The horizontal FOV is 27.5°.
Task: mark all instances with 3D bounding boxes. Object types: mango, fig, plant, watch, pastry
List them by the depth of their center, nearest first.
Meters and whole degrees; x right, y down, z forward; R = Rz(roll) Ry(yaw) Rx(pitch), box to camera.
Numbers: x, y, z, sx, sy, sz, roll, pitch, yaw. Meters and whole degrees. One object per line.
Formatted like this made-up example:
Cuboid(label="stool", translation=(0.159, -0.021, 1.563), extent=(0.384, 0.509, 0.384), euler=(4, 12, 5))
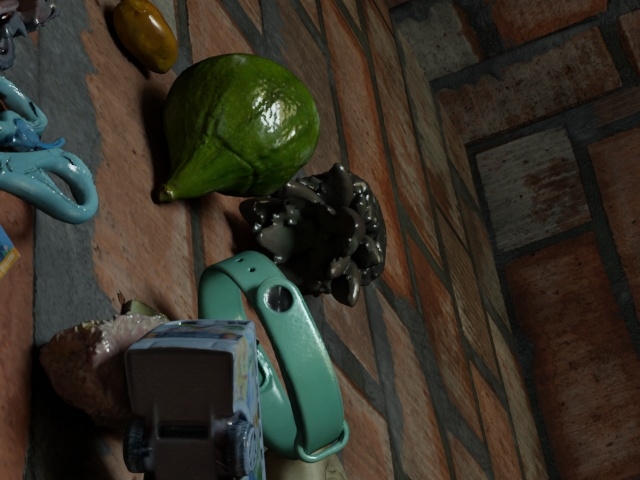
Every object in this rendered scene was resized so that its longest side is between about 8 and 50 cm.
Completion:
Cuboid(label="pastry", translation=(-0.166, 0.127, 1.236), extent=(0.265, 0.112, 0.102), euler=(13, 58, -59))
Cuboid(label="watch", translation=(-0.053, 0.128, 1.400), extent=(0.237, 0.068, 0.195), euler=(64, -28, 9))
Cuboid(label="fig", translation=(-0.116, -0.109, 1.624), extent=(0.203, 0.203, 0.235), euler=(57, 43, -38))
Cuboid(label="mango", translation=(-0.217, -0.257, 1.642), extent=(0.114, 0.060, 0.080), euler=(54, 6, -40))
Cuboid(label="plant", translation=(0.000, 0.000, 1.838), extent=(0.321, 0.182, 0.194), euler=(-14, 89, -77))

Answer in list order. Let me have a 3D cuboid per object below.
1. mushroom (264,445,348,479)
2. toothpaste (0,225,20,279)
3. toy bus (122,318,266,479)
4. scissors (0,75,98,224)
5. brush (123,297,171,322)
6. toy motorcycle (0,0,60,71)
Cuboid(label="mushroom", translation=(0.010, 0.316, 1.446), extent=(0.206, 0.209, 0.206), euler=(14, 71, -47))
Cuboid(label="toothpaste", translation=(-0.298, 0.031, 1.012), extent=(0.070, 0.044, 0.193), euler=(60, 17, -17))
Cuboid(label="toy bus", translation=(-0.098, 0.234, 1.150), extent=(0.136, 0.109, 0.329), euler=(-54, 142, -73))
Cuboid(label="scissors", translation=(-0.295, -0.078, 1.088), extent=(0.180, 0.032, 0.393), euler=(49, 13, 4))
Cuboid(label="brush", translation=(-0.133, 0.141, 1.490), extent=(0.336, 0.020, 0.085), euler=(46, 28, -54))
Cuboid(label="toy motorcycle", translation=(-0.310, -0.247, 1.260), extent=(0.212, 0.084, 0.118), euler=(-83, 156, -58))
